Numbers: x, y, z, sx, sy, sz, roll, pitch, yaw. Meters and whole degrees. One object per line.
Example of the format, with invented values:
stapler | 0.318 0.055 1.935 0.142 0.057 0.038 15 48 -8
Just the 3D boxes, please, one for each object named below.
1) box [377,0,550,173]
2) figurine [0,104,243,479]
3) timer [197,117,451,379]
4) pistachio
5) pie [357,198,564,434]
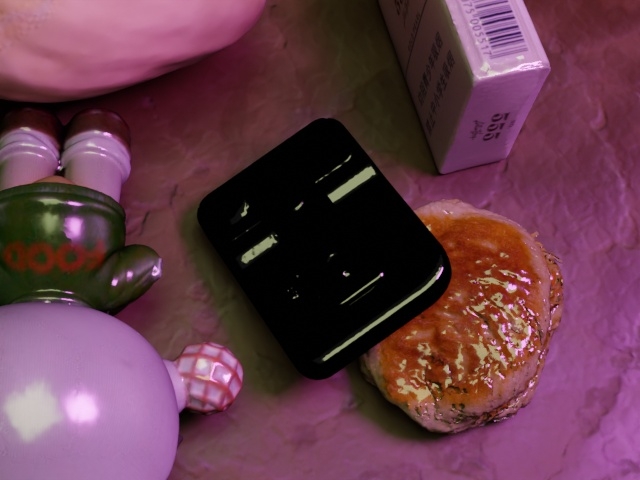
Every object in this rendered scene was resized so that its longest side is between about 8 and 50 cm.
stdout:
box | 0.102 -0.206 0.965 0.071 0.168 0.259 -12 70 -9
figurine | -0.193 0.065 0.820 0.282 0.167 0.369 3 57 -10
timer | 0.000 0.000 0.891 0.144 0.055 0.187 -35 59 -4
pistachio | -0.196 -0.216 0.911 0.309 0.230 0.229 -17 69 -31
pie | 0.108 0.057 0.902 0.163 0.079 0.193 9 68 7
